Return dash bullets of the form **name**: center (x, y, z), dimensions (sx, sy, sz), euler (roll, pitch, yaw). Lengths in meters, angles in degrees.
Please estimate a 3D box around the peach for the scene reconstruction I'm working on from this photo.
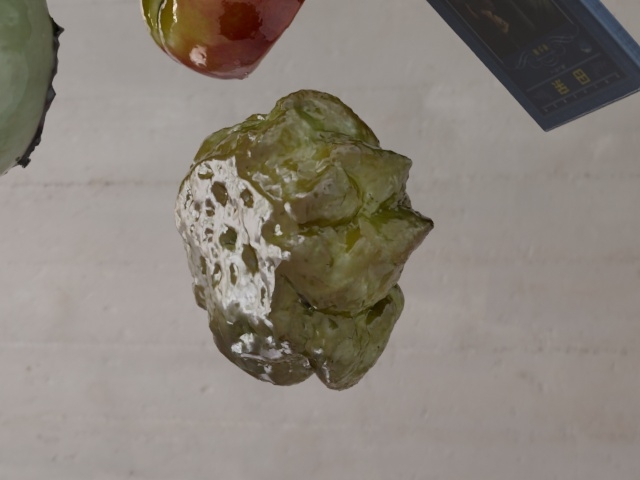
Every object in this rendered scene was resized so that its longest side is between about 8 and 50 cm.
- **peach**: center (-0.077, -0.250, 1.339), dimensions (0.192, 0.190, 0.190), euler (-2, 121, -31)

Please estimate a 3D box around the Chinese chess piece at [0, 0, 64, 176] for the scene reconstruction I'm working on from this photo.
- **Chinese chess piece**: center (-0.429, -0.209, 1.439), dimensions (0.349, 0.146, 0.349), euler (7, 101, 39)

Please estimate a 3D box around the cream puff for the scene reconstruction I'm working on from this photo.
- **cream puff**: center (-0.015, -0.001, 1.148), dimensions (0.244, 0.196, 0.244), euler (27, 142, 23)

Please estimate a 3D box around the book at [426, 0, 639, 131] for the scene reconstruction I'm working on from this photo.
- **book**: center (0.187, -0.229, 1.337), dimensions (0.269, 0.025, 0.191), euler (47, 157, -10)
